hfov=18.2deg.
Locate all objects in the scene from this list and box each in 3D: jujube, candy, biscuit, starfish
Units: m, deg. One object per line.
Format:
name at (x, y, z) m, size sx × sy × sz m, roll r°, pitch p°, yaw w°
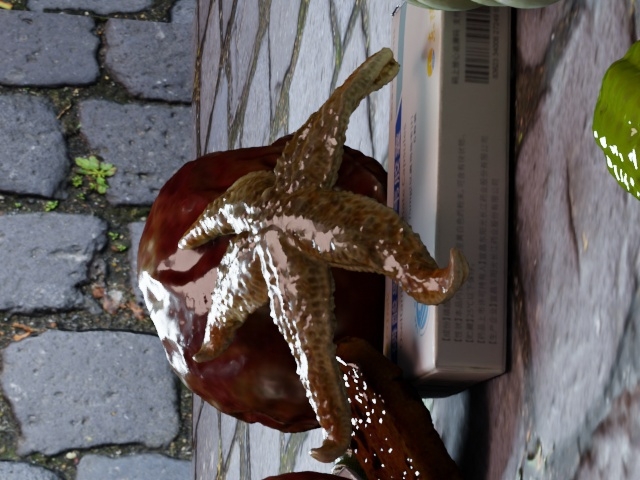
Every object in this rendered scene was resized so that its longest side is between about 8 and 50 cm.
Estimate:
jujube at (-0.036, 0.030, 1.902) m, size 0.377 × 0.276 × 0.276 m, roll -119°, pitch 34°, yaw -79°
candy at (0.203, -0.044, 0.988) m, size 0.209 × 0.096 × 0.097 m, roll -121°, pitch 36°, yaw -70°
biscuit at (0.062, 0.164, 1.663) m, size 0.192 × 0.049 × 0.192 m, roll 52°, pitch 159°, yaw 29°
starfish at (-0.007, -0.004, 1.609) m, size 0.375 × 0.094 × 0.327 m, roll 25°, pitch 97°, yaw 52°

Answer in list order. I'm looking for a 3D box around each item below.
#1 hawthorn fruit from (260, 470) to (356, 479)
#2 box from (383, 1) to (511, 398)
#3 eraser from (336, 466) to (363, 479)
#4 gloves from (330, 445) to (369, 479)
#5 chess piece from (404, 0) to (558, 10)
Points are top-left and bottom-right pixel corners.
hawthorn fruit at (0.011, 0.335, 1.502) m, size 0.330 × 0.287 × 0.287 m, roll 97°, pitch 172°, yaw -56°
box at (0.103, -0.049, 1.659) m, size 0.200 × 0.065 × 0.343 m, roll 133°, pitch 140°, yaw -76°
eraser at (0.035, 0.274, 1.673) m, size 0.104 × 0.023 × 0.150 m, roll -51°, pitch 50°, yaw 3°
gloves at (0.032, 0.293, 1.766) m, size 0.107 × 0.135 × 0.268 m, roll 120°, pitch 162°, yaw -56°
chess piece at (0.126, -0.227, 1.446) m, size 0.251 × 0.144 × 0.144 m, roll -140°, pitch 54°, yaw -71°
